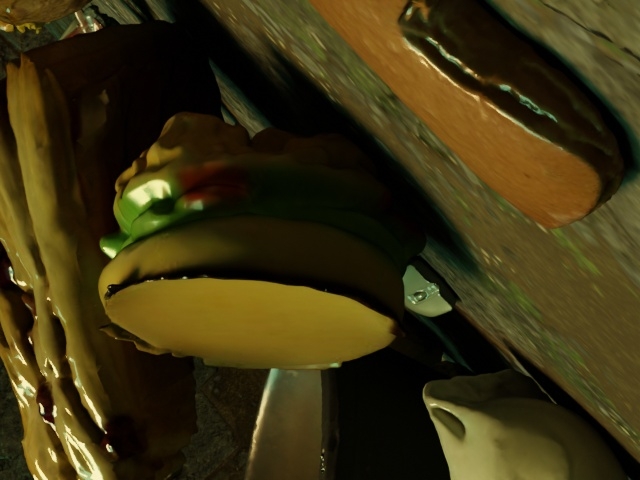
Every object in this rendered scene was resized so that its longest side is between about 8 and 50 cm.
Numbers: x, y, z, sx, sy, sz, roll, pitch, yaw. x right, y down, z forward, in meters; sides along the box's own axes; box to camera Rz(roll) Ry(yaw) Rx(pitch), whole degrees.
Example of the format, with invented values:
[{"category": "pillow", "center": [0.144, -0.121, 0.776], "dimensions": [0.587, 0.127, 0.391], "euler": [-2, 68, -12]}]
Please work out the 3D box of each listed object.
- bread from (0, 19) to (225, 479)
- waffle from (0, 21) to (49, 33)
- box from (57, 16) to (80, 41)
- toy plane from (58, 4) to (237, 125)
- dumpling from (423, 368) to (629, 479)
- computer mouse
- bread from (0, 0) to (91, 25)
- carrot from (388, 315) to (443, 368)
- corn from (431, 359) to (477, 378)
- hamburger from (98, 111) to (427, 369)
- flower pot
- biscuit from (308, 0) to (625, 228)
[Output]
[{"category": "bread", "center": [-0.186, 0.015, 1.338], "dimensions": [0.314, 0.192, 0.370], "euler": [-32, -67, -70]}, {"category": "waffle", "center": [-0.394, -0.348, 1.673], "dimensions": [0.325, 0.068, 0.302], "euler": [39, -162, -28]}, {"category": "box", "center": [-0.315, -0.160, 2.078], "dimensions": [0.135, 0.243, 0.163], "euler": [36, 175, -4]}, {"category": "toy plane", "center": [-0.154, -0.127, 1.643], "dimensions": [0.326, 0.104, 0.223], "euler": [45, 179, -39]}, {"category": "dumpling", "center": [0.181, 0.183, 1.270], "dimensions": [0.151, 0.124, 0.229], "euler": [-12, -123, -52]}, {"category": "computer mouse", "center": [0.082, 0.041, 1.349], "dimensions": [0.056, 0.032, 0.110], "euler": [46, 176, -5]}, {"category": "bread", "center": [-0.302, -0.288, 1.461], "dimensions": [0.230, 0.123, 0.230], "euler": [47, 178, 2]}, {"category": "carrot", "center": [0.038, 0.101, 1.830], "dimensions": [0.302, 0.114, 0.114], "euler": [37, 170, 49]}, {"category": "corn", "center": [0.174, 0.209, 1.704], "dimensions": [0.231, 0.080, 0.080], "euler": [50, 175, -35]}, {"category": "hamburger", "center": [-0.042, -0.003, 1.148], "dimensions": [0.237, 0.148, 0.237], "euler": [3, 158, 1]}, {"category": "flower pot", "center": [0.072, 0.248, 1.528], "dimensions": [0.251, 0.379, 0.379], "euler": [7, -176, -12]}, {"category": "biscuit", "center": [0.042, -0.080, 0.608], "dimensions": [0.192, 0.036, 0.186], "euler": [46, 174, -1]}]
